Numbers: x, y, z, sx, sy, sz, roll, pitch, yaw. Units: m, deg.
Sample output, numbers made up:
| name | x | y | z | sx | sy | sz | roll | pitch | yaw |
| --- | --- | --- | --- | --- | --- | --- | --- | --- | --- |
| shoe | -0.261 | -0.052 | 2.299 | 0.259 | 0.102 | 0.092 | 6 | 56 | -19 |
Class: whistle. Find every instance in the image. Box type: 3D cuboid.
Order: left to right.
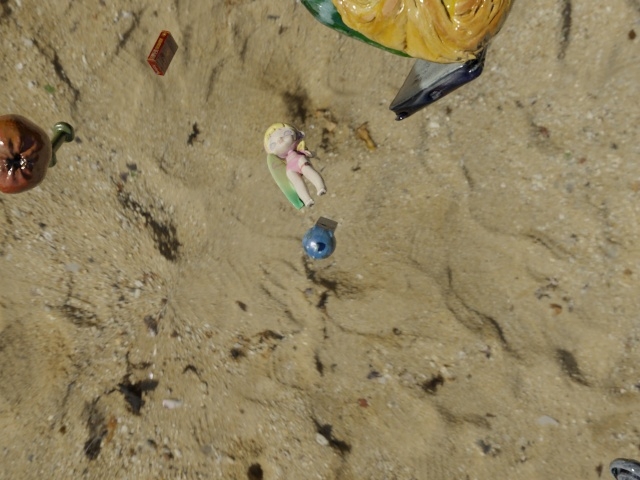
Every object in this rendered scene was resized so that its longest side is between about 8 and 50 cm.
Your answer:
| name | x | y | z | sx | sy | sz | roll | pitch | yaw |
| --- | --- | --- | --- | --- | --- | --- | --- | --- | --- |
| whistle | 0.000 | 0.000 | 1.480 | 0.090 | 0.158 | 0.090 | 2 | 104 | 7 |

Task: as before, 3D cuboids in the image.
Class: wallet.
| name | x | y | z | sx | sy | sz | roll | pitch | yaw |
| --- | --- | --- | --- | --- | --- | --- | --- | --- | --- |
| wallet | 0.204 | -0.293 | 0.989 | 0.036 | 0.167 | 0.222 | 44 | 49 | -20 |

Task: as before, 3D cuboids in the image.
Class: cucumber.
| name | x | y | z | sx | sy | sz | roll | pitch | yaw |
| --- | --- | --- | --- | --- | --- | --- | --- | --- | --- |
| cucumber | 0.066 | -0.323 | 0.905 | 0.250 | 0.056 | 0.056 | 18 | 81 | -12 |

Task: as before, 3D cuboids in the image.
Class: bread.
| name | x | y | z | sx | sy | sz | roll | pitch | yaw |
| --- | --- | --- | --- | --- | --- | --- | --- | --- | --- |
| bread | 0.137 | -0.340 | 0.778 | 0.236 | 0.120 | 0.198 | 25 | 105 | 13 |

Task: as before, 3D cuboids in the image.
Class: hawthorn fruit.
| name | x | y | z | sx | sy | sz | roll | pitch | yaw |
| --- | --- | --- | --- | --- | --- | --- | --- | --- | --- |
| hawthorn fruit | -0.482 | -0.136 | 0.948 | 0.128 | 0.128 | 0.128 | 1 | 84 | -14 |

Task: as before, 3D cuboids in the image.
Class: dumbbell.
| name | x | y | z | sx | sy | sz | roll | pitch | yaw |
| --- | --- | --- | --- | --- | --- | --- | --- | --- | --- |
| dumbbell | -0.570 | -0.207 | 1.299 | 0.046 | 0.052 | 0.118 | 15 | 43 | -6 |

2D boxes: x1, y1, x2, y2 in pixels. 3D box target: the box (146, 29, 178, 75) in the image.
| name | x | y | z | sx | sy | sz | roll | pitch | yaw |
| --- | --- | --- | --- | --- | --- | --- | --- | --- | --- |
| box | -0.345 | -0.410 | 1.325 | 0.023 | 0.051 | 0.082 | 16 | 72 | 15 |

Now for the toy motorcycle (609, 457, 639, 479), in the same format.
| name | x | y | z | sx | sy | sz | roll | pitch | yaw |
| --- | --- | --- | --- | --- | --- | --- | --- | --- | --- |
| toy motorcycle | 0.426 | 0.328 | 0.711 | 0.193 | 0.124 | 0.061 | 29 | 61 | 24 |

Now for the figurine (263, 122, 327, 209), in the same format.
| name | x | y | z | sx | sy | sz | roll | pitch | yaw |
| --- | --- | --- | --- | --- | --- | --- | --- | --- | --- |
| figurine | -0.038 | -0.119 | 0.949 | 0.083 | 0.083 | 0.187 | -20 | 49 | -15 |
